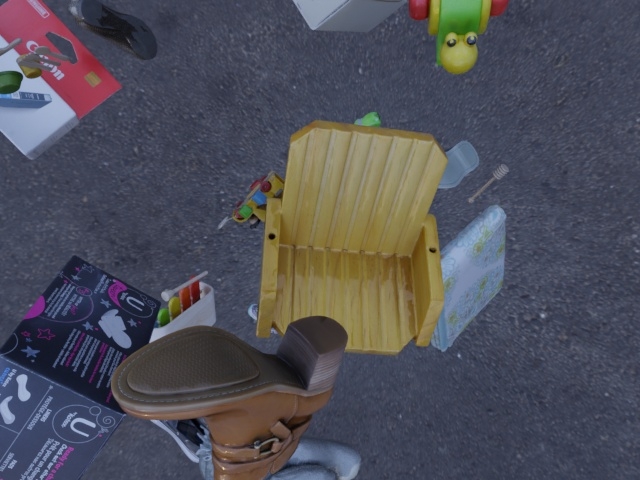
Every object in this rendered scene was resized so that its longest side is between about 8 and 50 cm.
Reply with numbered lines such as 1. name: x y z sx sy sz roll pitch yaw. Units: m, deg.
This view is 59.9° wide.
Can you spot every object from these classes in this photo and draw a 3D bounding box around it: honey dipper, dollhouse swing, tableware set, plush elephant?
1. honey dipper: 0.484 -0.160 1.622 0.030 0.030 0.161 42 132 4
2. dollhouse swing: 0.072 0.006 1.030 0.346 0.305 0.315 6 58 -9
3. tableware set: -0.328 -0.176 0.529 0.104 0.154 0.024 -24 89 16
4. plush elephant: -0.124 0.446 0.956 0.271 0.330 0.256 10 78 31

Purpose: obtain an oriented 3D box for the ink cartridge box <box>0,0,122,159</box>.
1. ink cartridge box: -0.628 -0.369 1.189 0.261 0.066 0.296 -45 99 -14

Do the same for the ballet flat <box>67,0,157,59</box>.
1. ballet flat: -0.454 -0.464 1.225 0.058 0.250 0.084 3 90 23

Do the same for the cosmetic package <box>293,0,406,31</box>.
1. cosmetic package: 0.042 -0.485 1.030 0.113 0.309 0.160 -29 97 30

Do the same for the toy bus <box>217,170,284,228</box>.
1. toy bus: -0.160 -0.094 1.532 0.104 0.202 0.191 42 54 -15

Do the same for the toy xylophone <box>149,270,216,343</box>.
1. toy xylophone: -0.414 0.216 1.666 0.081 0.322 0.237 11 109 23

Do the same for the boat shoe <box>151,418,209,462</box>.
1. boat shoe: -0.332 0.423 1.312 0.228 0.080 0.076 48 124 7

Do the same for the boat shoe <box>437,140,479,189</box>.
1. boat shoe: 0.313 -0.180 1.447 0.091 0.302 0.114 -33 81 43

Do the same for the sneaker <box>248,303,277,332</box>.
1. sneaker: -0.100 0.168 1.168 0.098 0.069 0.038 36 67 -28

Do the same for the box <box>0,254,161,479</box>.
1. box: -0.307 0.159 0.670 0.142 0.247 0.163 33 104 -17

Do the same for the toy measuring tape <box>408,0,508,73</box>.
1. toy measuring tape: 0.156 -0.348 0.638 0.121 0.121 0.331 1 74 5

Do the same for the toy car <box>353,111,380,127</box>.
1. toy car: 0.085 -0.253 1.487 0.053 0.239 0.225 10 136 -25

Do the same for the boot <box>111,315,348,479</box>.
1. boot: -0.107 0.202 0.644 0.109 0.283 0.220 42 125 34

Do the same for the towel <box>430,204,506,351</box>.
1. towel: 0.401 0.116 1.581 0.090 0.375 0.320 33 66 35
